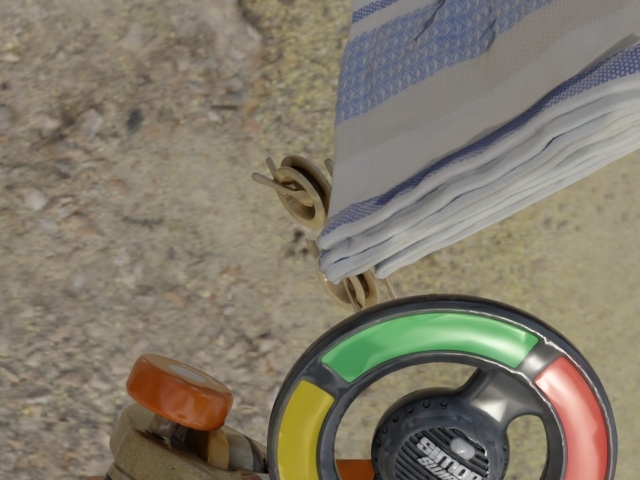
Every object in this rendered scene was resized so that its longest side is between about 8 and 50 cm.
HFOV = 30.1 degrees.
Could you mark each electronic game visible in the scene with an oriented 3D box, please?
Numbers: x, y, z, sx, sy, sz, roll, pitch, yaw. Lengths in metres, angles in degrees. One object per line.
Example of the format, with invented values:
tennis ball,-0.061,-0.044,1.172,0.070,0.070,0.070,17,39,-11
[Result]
electronic game,0.079,0.140,0.781,0.229,0.229,0.048,58,15,-18

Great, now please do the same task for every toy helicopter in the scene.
toy helicopter,-0.007,0.224,0.951,0.140,0.355,0.235,-65,159,1

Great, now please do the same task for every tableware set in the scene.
tableware set,0.000,0.000,1.261,0.039,0.128,0.194,-37,113,-27

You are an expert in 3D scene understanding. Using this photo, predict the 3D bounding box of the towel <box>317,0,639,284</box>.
towel,0.079,-0.133,0.543,0.034,0.209,0.285,26,55,-31
